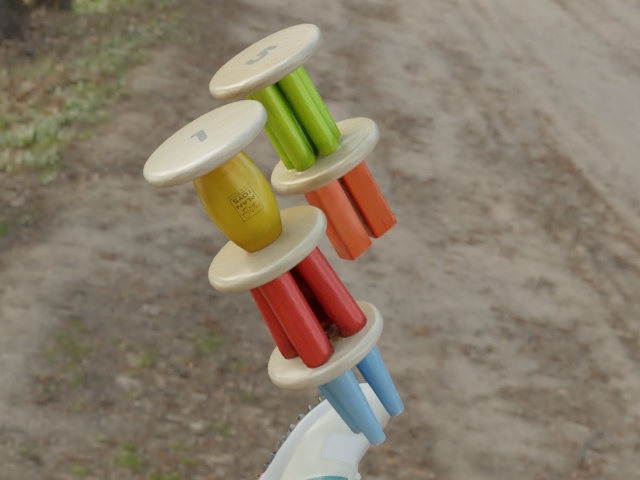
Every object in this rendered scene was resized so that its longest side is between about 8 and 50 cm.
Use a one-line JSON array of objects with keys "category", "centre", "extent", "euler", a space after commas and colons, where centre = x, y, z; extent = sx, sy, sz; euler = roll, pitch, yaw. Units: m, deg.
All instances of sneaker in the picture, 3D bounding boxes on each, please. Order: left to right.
[{"category": "sneaker", "centre": [-0.005, 0.142, 0.646], "extent": [0.075, 0.057, 0.161], "euler": [36, 66, 21]}]

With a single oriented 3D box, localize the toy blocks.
[{"category": "toy blocks", "centre": [0.000, 0.000, 0.562], "extent": [0.054, 0.148, 0.123], "euler": [-16, 26, 30]}]
